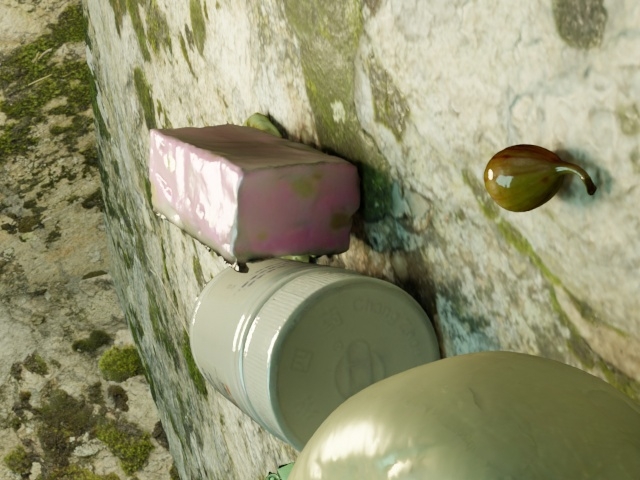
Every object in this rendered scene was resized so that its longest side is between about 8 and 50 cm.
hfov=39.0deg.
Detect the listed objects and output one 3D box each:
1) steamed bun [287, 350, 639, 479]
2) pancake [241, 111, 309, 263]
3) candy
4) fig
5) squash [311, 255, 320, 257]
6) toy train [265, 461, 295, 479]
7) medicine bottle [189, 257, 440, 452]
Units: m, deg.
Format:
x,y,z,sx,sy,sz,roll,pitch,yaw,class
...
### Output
x,y,z,sx,sy,sz,roll,pitch,yaw,class
0.135,0.219,0.571,0.334,0.233,0.312,-16,87,52,steamed bun
-0.070,-0.055,1.247,0.253,0.037,0.254,166,90,-70,pancake
-0.085,-0.059,1.044,0.265,0.155,0.116,27,121,54,candy
0.154,-0.043,0.628,0.083,0.050,0.050,6,109,51,fig
0.000,0.000,1.103,0.083,0.027,0.027,122,131,-63,squash
-0.042,0.414,1.439,0.148,0.071,0.038,-131,31,-52,toy train
-0.020,0.118,0.991,0.332,0.190,0.190,-175,72,-70,medicine bottle
